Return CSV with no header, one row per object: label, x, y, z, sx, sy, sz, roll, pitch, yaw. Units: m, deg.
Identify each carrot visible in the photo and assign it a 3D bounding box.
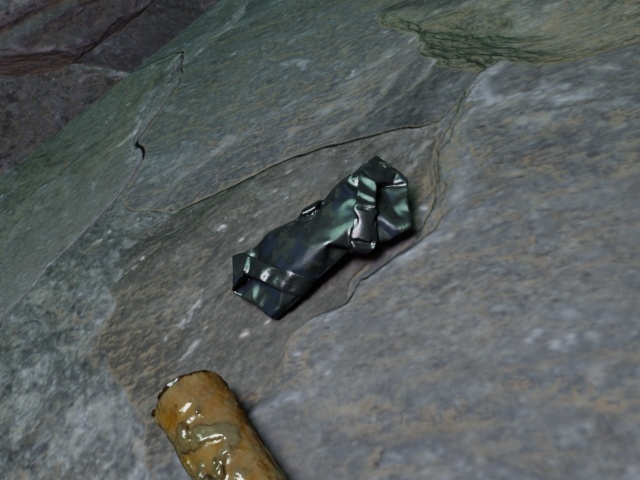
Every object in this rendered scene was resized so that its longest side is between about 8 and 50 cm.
carrot,-0.089,0.244,0.519,0.102,0.102,0.263,-46,46,-14

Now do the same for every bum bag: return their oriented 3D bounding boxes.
bum bag,0.000,0.000,0.705,0.310,0.074,0.137,-36,53,8
